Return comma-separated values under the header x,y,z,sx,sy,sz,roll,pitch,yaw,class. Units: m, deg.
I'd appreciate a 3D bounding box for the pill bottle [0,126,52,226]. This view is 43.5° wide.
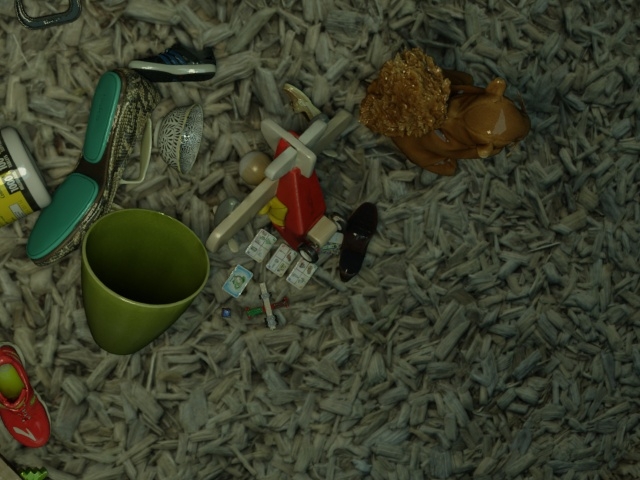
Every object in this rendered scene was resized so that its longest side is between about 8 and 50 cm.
x,y,z,sx,sy,sz,roll,pitch,yaw,class
-0.755,-0.091,1.677,0.334,0.188,0.187,-27,112,-12,pill bottle

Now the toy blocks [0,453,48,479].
x,y,z,sx,sy,sz,roll,pitch,yaw,class
-0.855,0.580,1.823,0.381,0.191,0.261,-42,107,-21,toy blocks

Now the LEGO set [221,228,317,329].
x,y,z,sx,sy,sz,roll,pitch,yaw,class
-0.151,0.117,2.079,0.182,0.060,0.244,34,87,-14,LEGO set

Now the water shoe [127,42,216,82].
x,y,z,sx,sy,sz,roll,pitch,yaw,class
-0.344,-0.412,1.853,0.203,0.073,0.080,-2,77,-22,water shoe

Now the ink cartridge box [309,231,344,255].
x,y,z,sx,sy,sz,roll,pitch,yaw,class
0.000,0.000,2.108,0.115,0.029,0.062,11,98,-25,ink cartridge box

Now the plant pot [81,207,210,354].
x,y,z,sx,sy,sz,roll,pitch,yaw,class
-0.425,0.126,1.818,0.275,0.274,0.293,7,136,-24,plant pot

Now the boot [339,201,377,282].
x,y,z,sx,sy,sz,roll,pitch,yaw,class
0.092,0.008,2.134,0.082,0.106,0.219,21,66,1,boot

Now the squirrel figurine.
x,y,z,sx,sy,sz,roll,pitch,yaw,class
0.304,-0.306,1.971,0.397,0.370,0.280,14,97,-25,squirrel figurine

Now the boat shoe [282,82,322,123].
x,y,z,sx,sy,sz,roll,pitch,yaw,class
-0.048,-0.334,1.995,0.135,0.050,0.045,41,80,-26,boat shoe

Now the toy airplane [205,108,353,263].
x,y,z,sx,sy,sz,roll,pitch,yaw,class
-0.095,-0.148,1.899,0.386,0.272,0.384,-3,119,-55,toy airplane

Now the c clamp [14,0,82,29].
x,y,z,sx,sy,sz,roll,pitch,yaw,class
-0.588,-0.532,1.738,0.161,0.022,0.137,-24,116,-17,c clamp

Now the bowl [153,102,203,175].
x,y,z,sx,sy,sz,roll,pitch,yaw,class
-0.335,-0.242,1.857,0.080,0.170,0.170,13,98,4,bowl

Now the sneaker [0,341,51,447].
x,y,z,sx,sy,sz,roll,pitch,yaw,class
-0.705,0.372,1.853,0.107,0.118,0.278,-23,110,-16,sneaker

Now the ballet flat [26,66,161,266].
x,y,z,sx,sy,sz,roll,pitch,yaw,class
-0.483,-0.145,1.814,0.182,0.164,0.482,22,92,-49,ballet flat
